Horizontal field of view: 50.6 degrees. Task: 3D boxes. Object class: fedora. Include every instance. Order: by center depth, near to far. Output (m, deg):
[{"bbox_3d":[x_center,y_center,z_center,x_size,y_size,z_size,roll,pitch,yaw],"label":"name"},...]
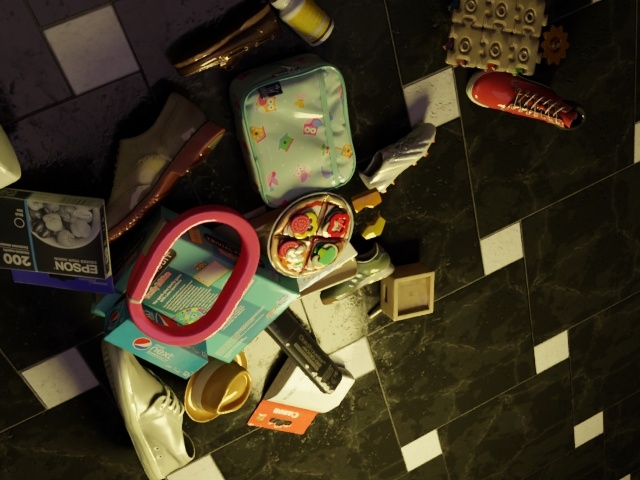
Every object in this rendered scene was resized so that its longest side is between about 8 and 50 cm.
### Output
[{"bbox_3d":[-0.218,0.337,1.546,0.194,0.079,0.194,-25,124,-44],"label":"fedora"}]

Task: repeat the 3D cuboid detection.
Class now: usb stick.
[{"bbox_3d":[-0.043,0.258,1.606,0.278,0.045,0.077,51,61,-25],"label":"usb stick"}]

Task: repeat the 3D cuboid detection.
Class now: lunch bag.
[{"bbox_3d":[-0.046,-0.216,1.318,0.224,0.108,0.279,-19,125,-14],"label":"lunch bag"}]

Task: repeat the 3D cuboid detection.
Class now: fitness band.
[{"bbox_3d":[-0.234,0.066,1.253,0.209,0.054,0.291,24,102,-33],"label":"fitness band"}]

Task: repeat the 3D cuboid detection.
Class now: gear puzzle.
[{"bbox_3d":[0.399,-0.441,1.431,0.339,0.044,0.175,0,103,-27],"label":"gear puzzle"}]

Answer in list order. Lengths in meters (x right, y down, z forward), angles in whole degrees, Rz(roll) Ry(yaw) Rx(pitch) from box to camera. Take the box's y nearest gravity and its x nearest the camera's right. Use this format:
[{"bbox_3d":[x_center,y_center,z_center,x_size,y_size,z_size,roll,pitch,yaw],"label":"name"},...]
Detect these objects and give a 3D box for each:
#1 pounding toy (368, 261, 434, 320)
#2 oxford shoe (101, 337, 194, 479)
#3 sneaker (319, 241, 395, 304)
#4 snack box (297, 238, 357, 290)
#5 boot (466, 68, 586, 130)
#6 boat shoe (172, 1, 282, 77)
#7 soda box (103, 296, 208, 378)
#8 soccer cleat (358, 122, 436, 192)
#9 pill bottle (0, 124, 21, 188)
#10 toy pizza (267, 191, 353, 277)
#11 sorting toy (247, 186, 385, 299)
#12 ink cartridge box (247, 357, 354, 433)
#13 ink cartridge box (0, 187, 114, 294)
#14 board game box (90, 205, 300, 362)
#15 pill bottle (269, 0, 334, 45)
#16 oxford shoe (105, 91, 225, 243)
[{"bbox_3d":[0.197,0.134,1.663,0.130,0.100,0.141,-9,111,-21],"label":"pounding toy"},{"bbox_3d":[-0.372,0.357,1.477,0.130,0.169,0.449,-20,131,-14],"label":"oxford shoe"},{"bbox_3d":[0.073,0.071,1.582,0.192,0.064,0.086,-27,111,-3],"label":"sneaker"},{"bbox_3d":[-0.010,0.052,1.480,0.178,0.022,0.064,-33,120,7],"label":"snack box"},{"bbox_3d":[0.450,-0.300,1.461,0.244,0.176,0.088,4,118,-26],"label":"boot"},{"bbox_3d":[-0.162,-0.343,1.211,0.207,0.073,0.073,-32,125,-5],"label":"boat shoe"},{"bbox_3d":[-0.326,0.197,1.354,0.071,0.067,0.210,-38,130,19],"label":"soda box"},{"bbox_3d":[0.168,-0.187,1.466,0.196,0.068,0.076,-45,124,9],"label":"soccer cleat"},{"bbox_3d":[-0.686,-0.090,1.022,0.392,0.224,0.224,-28,127,-8],"label":"pill bottle"},{"bbox_3d":[-0.015,-0.005,1.382,0.201,0.032,0.201,-18,128,-24],"label":"toy pizza"},{"bbox_3d":[0.000,0.000,1.492,0.307,0.041,0.229,-22,122,0],"label":"sorting toy"},{"bbox_3d":[-0.049,0.410,1.727,0.189,0.066,0.232,22,104,-34],"label":"ink cartridge box"},{"bbox_3d":[-0.487,0.012,1.233,0.206,0.045,0.208,6,120,4],"label":"ink cartridge box"},{"bbox_3d":[-0.251,0.102,1.389,0.336,0.079,0.254,29,119,-33],"label":"board game box"},{"bbox_3d":[-0.036,-0.414,1.233,0.116,0.065,0.065,33,101,-36],"label":"pill bottle"},{"bbox_3d":[-0.335,-0.124,1.259,0.348,0.123,0.130,-44,96,10],"label":"oxford shoe"}]
